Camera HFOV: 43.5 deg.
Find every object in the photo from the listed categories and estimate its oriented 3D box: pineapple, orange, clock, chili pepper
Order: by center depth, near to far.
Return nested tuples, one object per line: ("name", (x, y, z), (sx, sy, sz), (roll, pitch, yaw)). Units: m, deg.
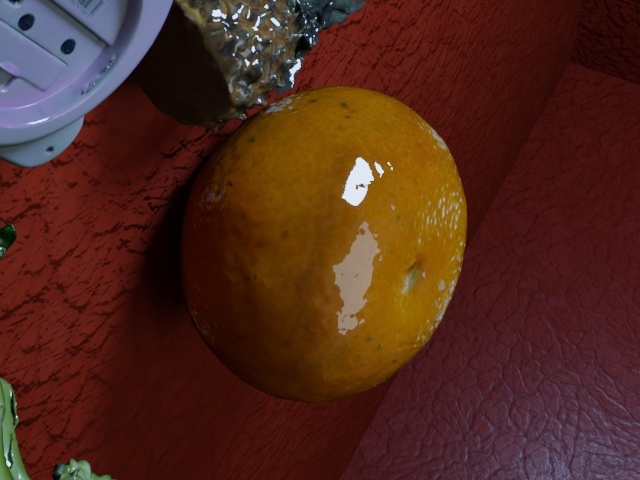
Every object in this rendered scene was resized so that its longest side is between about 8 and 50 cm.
("clock", (-0.212, -0.179, 0.598), (0.248, 0.090, 0.227), (-47, 160, 3))
("chili pepper", (-0.322, 0.035, 0.736), (0.118, 0.035, 0.055), (-44, 168, -36))
("pineapple", (-0.054, -0.247, 0.913), (0.364, 0.165, 0.166), (-44, 151, -50))
("orange", (0.000, 0.000, 1.079), (0.423, 0.326, 0.424), (-22, 119, -46))

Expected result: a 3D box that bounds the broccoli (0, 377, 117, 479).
("broccoli", (-0.315, 0.294, 0.714), (0.277, 0.338, 0.318), (-45, -161, 38))
